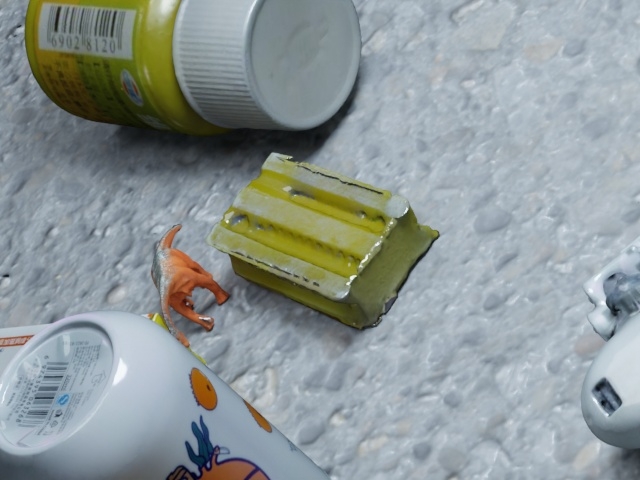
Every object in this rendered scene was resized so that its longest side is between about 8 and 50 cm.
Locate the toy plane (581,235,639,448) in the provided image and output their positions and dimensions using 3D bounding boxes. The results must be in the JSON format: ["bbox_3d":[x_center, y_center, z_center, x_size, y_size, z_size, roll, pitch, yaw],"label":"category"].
[{"bbox_3d":[0.333,0.089,1.662,0.252,0.118,0.252,-10,65,22],"label":"toy plane"}]

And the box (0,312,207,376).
[{"bbox_3d":[-0.270,0.179,2.094,0.265,0.097,0.168,-5,52,37],"label":"box"}]

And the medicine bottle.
[{"bbox_3d":[-0.150,-0.235,2.268,0.384,0.224,0.224,9,61,45],"label":"medicine bottle"}]

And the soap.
[{"bbox_3d":[-0.001,-0.001,2.051,0.233,0.076,0.135,20,69,46],"label":"soap"}]

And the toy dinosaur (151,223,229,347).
[{"bbox_3d":[-0.149,0.053,2.107,0.055,0.101,0.279,-49,27,9],"label":"toy dinosaur"}]

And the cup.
[{"bbox_3d":[-0.151,0.213,1.792,0.212,0.317,0.212,-23,43,23],"label":"cup"}]
